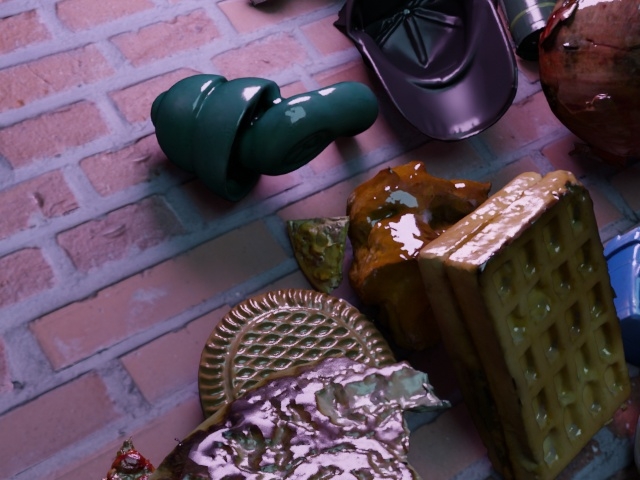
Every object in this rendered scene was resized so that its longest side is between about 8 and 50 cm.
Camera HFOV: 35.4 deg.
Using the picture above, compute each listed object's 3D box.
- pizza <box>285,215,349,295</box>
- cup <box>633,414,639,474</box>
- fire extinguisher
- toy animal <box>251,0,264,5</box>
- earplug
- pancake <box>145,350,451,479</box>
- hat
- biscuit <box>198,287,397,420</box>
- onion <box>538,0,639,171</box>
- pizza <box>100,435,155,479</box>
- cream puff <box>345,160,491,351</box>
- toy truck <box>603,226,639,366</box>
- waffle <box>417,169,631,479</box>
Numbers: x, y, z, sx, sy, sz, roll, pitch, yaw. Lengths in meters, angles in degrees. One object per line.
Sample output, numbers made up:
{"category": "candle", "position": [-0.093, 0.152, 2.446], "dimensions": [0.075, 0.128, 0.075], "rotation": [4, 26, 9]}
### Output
{"category": "pizza", "position": [0.000, 0.000, 1.254], "dimensions": [0.026, 0.109, 0.123], "rotation": [-7, 57, -42]}
{"category": "cup", "position": [0.513, 0.230, 1.181], "dimensions": [0.202, 0.255, 0.173], "rotation": [22, 50, -4]}
{"category": "fire extinguisher", "position": [0.323, -0.430, 1.640], "dimensions": [0.118, 0.093, 0.294], "rotation": [15, 51, -40]}
{"category": "toy animal", "position": [0.032, -0.500, 1.533], "dimensions": [0.367, 0.241, 0.196], "rotation": [-20, 58, -11]}
{"category": "earplug", "position": [-0.075, -0.158, 1.301], "dimensions": [0.280, 0.164, 0.257], "rotation": [16, 48, 5]}
{"category": "pancake", "position": [-0.029, 0.254, 0.953], "dimensions": [0.304, 0.067, 0.427], "rotation": [0, 32, 8]}
{"category": "hat", "position": [0.155, -0.290, 1.477], "dimensions": [0.238, 0.209, 0.336], "rotation": [-15, 81, -3]}
{"category": "biscuit", "position": [-0.019, 0.166, 1.161], "dimensions": [0.259, 0.079, 0.259], "rotation": [7, 57, -11]}
{"category": "onion", "position": [0.472, -0.273, 1.445], "dimensions": [0.353, 0.354, 0.354], "rotation": [8, 57, -13]}
{"category": "pizza", "position": [-0.207, 0.272, 1.066], "dimensions": [0.099, 0.029, 0.100], "rotation": [-37, 75, -31]}
{"category": "cream puff", "position": [0.136, 0.019, 1.265], "dimensions": [0.241, 0.155, 0.269], "rotation": [18, 49, -12]}
{"category": "toy truck", "position": [0.544, 0.121, 1.322], "dimensions": [0.384, 0.161, 0.162], "rotation": [25, 64, -2]}
{"category": "waffle", "position": [0.250, 0.105, 1.174], "dimensions": [0.224, 0.098, 0.328], "rotation": [-36, 119, -28]}
